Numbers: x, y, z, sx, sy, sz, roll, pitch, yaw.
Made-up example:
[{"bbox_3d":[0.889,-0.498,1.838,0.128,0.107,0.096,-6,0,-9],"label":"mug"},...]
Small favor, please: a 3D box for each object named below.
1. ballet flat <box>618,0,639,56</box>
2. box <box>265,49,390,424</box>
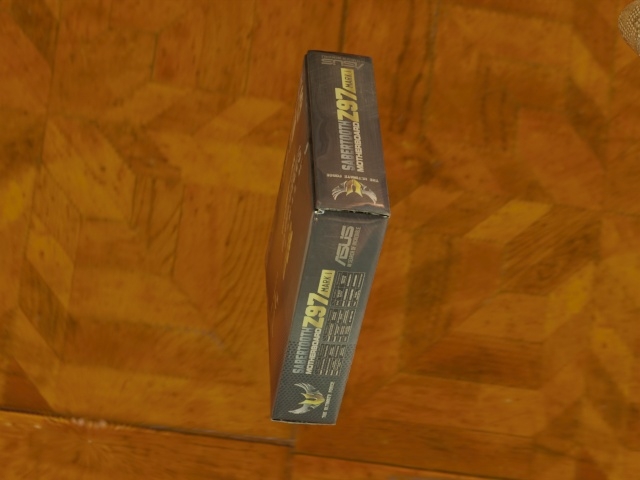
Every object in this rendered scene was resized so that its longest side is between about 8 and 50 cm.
[{"bbox_3d":[0.351,-0.165,1.366,0.206,0.073,0.067,28,41,31],"label":"ballet flat"},{"bbox_3d":[0.000,0.000,1.152,0.059,0.233,0.183,4,44,-8],"label":"box"}]
